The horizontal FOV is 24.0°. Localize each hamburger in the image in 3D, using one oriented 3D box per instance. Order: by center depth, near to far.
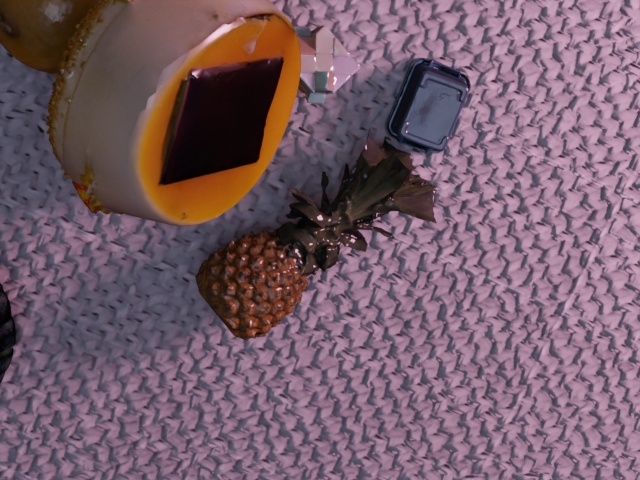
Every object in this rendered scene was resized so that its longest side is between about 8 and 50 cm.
[{"bbox_3d":[-0.155,-0.153,1.538,0.179,0.276,0.294,30,121,26],"label":"hamburger"}]

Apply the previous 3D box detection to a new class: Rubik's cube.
[{"bbox_3d":[-0.011,-0.190,1.637,0.084,0.075,0.073,44,81,2],"label":"Rubik's cube"}]

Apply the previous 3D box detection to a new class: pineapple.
[{"bbox_3d":[0.000,0.000,1.667,0.277,0.119,0.130,-38,84,4],"label":"pineapple"}]

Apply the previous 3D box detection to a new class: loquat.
[{"bbox_3d":[-0.275,-0.241,1.581,0.141,0.141,0.141,-1,104,-3],"label":"loquat"}]

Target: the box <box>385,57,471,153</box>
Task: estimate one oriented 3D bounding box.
[{"bbox_3d":[0.123,-0.146,1.667,0.074,0.054,0.099,20,101,-10],"label":"box"}]

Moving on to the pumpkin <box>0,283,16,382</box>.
[{"bbox_3d":[-0.435,0.099,1.650,0.202,0.140,0.202,-2,104,-6],"label":"pumpkin"}]
